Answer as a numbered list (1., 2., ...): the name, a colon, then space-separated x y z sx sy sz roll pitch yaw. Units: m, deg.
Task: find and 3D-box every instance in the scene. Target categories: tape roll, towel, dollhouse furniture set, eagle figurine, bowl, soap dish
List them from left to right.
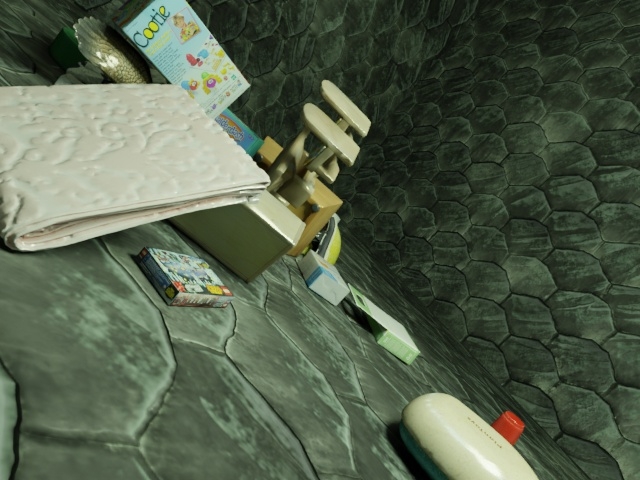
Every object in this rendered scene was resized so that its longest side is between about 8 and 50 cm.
1. tape roll: -0.624 -0.483 1.375 0.321 0.077 0.321 41 9 -8
2. towel: -0.283 -0.128 0.646 0.317 0.053 0.332 -15 46 -34
3. eagle figurine: -0.409 -0.324 1.053 0.226 0.298 0.225 8 60 -10
4. dollhouse furniture set: -0.136 -0.148 0.984 0.256 0.362 0.394 41 38 -15
5. soap dish: -0.117 -0.117 1.343 0.291 0.229 0.118 42 25 3
6. bowl: -0.023 -0.052 1.622 0.289 0.156 0.289 41 8 -7

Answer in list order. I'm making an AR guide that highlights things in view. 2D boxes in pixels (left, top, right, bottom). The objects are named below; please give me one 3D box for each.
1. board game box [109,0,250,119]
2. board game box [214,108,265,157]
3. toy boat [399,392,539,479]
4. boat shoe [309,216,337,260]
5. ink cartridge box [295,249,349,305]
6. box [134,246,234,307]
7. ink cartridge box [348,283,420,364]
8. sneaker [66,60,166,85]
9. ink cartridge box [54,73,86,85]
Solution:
1. board game box: -0.319 -0.434 1.081 0.142 0.144 0.275 46 -2 43
2. board game box: -0.271 -0.228 1.204 0.160 0.210 0.047 44 9 10
3. toy boat: 0.277 0.393 0.830 0.267 0.148 0.318 41 14 33
4. boat shoe: 0.000 0.000 1.457 0.065 0.075 0.206 23 56 -11
5. ink cartridge box: 0.002 0.093 1.304 0.104 0.061 0.181 38 9 -27
6. box: -0.198 0.058 0.696 0.094 0.027 0.137 46 9 22
7. ink cartridge box: 0.164 0.236 1.337 0.235 0.056 0.171 36 9 -13
8. sneaker: -0.528 -0.374 1.223 0.235 0.153 0.094 -4 47 -22
9. ink cartridge box: -0.586 -0.364 1.096 0.048 0.028 0.083 38 9 -26
